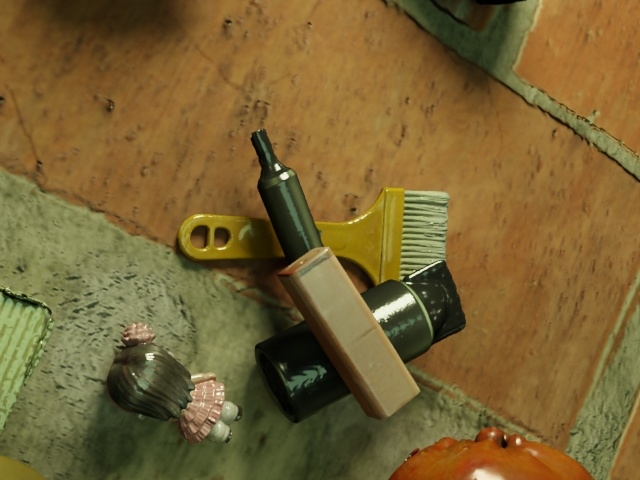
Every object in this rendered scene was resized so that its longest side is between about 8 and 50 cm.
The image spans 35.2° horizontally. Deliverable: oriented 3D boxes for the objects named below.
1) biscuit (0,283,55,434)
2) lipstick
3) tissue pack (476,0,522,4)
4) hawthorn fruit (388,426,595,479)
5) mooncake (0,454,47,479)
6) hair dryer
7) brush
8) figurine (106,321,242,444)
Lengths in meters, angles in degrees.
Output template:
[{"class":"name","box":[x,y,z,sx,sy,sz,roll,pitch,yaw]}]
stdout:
[{"class":"biscuit","box":[-0.338,0.076,0.745,0.250,0.046,0.147,22,86,-27]},{"class":"lipstick","box":[0.023,0.077,0.838,0.045,0.045,0.145,-35,100,-19]},{"class":"tissue pack","box":[0.142,-0.304,0.921,0.090,0.103,0.170,-47,112,-8]},{"class":"hawthorn fruit","box":[0.168,0.315,0.928,0.211,0.211,0.299,-17,102,-24]},{"class":"mooncake","box":[-0.287,0.274,0.739,0.234,0.117,0.235,-10,118,-20]},{"class":"hair dryer","box":[0.013,0.009,0.889,0.195,0.078,0.248,-26,105,-18]},{"class":"brush","box":[0.000,0.000,0.925,0.272,0.013,0.103,1,93,-26]},{"class":"figurine","box":[-0.121,0.126,0.853,0.129,0.054,0.072,34,76,-27]}]
